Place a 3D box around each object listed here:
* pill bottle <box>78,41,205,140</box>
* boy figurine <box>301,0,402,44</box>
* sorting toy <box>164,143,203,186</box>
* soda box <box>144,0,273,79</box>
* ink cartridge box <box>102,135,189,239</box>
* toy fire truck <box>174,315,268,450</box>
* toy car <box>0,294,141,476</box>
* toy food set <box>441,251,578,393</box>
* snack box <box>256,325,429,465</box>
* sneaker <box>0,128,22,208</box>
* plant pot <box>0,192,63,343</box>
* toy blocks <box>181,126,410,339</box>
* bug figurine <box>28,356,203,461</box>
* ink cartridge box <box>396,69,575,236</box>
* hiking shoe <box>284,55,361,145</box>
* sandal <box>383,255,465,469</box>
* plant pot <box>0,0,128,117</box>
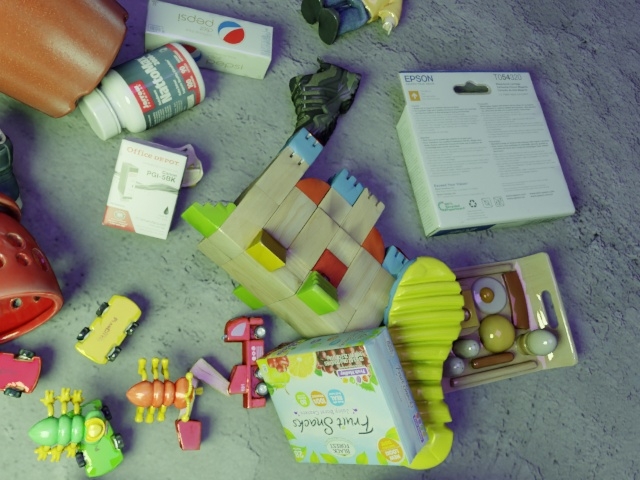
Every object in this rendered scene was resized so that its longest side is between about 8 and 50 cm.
[{"bbox_3d":[-0.289,-0.237,0.865,0.180,0.108,0.108,-35,88,-24],"label":"pill bottle"},{"bbox_3d":[0.104,-0.498,1.084,0.285,0.092,0.177,-35,85,-21],"label":"boy figurine"},{"bbox_3d":[-0.238,-0.129,0.889,0.084,0.044,0.075,-5,64,-10],"label":"sorting toy"},{"bbox_3d":[-0.197,-0.352,0.946,0.216,0.074,0.069,7,73,-17],"label":"soda box"},{"bbox_3d":[-0.268,-0.081,0.823,0.099,0.056,0.135,14,101,-14],"label":"ink cartridge box"},{"bbox_3d":[-0.150,0.212,0.815,0.135,0.047,0.191,2,75,-19],"label":"toy fire truck"},{"bbox_3d":[-0.341,0.215,0.743,0.239,0.053,0.224,-22,85,-27],"label":"toy car"},{"bbox_3d":[0.309,0.144,0.966,0.307,0.092,0.219,-6,77,-21],"label":"toy food set"},{"bbox_3d":[0.027,0.226,0.767,0.070,0.207,0.174,-26,97,-50],"label":"snack box"},{"bbox_3d":[-0.531,-0.112,0.709,0.227,0.163,0.086,0,47,-23],"label":"sneaker"},{"bbox_3d":[-0.456,0.039,0.690,0.191,0.191,0.174,-21,73,-23],"label":"plant pot"},{"bbox_3d":[0.000,0.000,0.871,0.381,0.191,0.260,43,57,-14],"label":"toy blocks"},{"bbox_3d":[-0.257,0.298,0.691,0.217,0.072,0.278,3,84,-27],"label":"bug figurine"},{"bbox_3d":[0.322,-0.183,1.079,0.325,0.071,0.329,-6,74,-20],"label":"ink cartridge box"},{"bbox_3d":[-0.019,-0.243,0.983,0.114,0.086,0.226,30,61,6],"label":"hiking shoe"},{"bbox_3d":[0.141,0.181,0.849,0.126,0.138,0.317,10,86,-12],"label":"sandal"},{"bbox_3d":[-0.434,-0.322,0.731,0.265,0.273,0.272,34,63,-42],"label":"plant pot"}]
